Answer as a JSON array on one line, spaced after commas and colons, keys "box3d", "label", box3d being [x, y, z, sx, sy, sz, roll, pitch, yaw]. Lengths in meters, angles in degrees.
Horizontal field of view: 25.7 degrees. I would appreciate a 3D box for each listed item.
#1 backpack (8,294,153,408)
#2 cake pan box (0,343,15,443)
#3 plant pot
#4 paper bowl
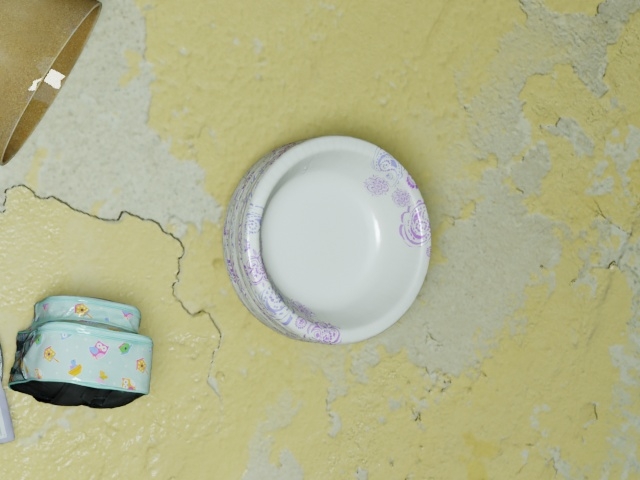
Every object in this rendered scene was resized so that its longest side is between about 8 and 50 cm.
[{"box3d": [-0.296, 0.144, 1.784, 0.165, 0.188, 0.145, 14, 84, -23], "label": "backpack"}, {"box3d": [-0.527, 0.161, 1.745, 0.266, 0.070, 0.246, -15, 97, -24], "label": "cake pan box"}, {"box3d": [-0.439, -0.256, 1.726, 0.254, 0.237, 0.237, 31, 76, -6], "label": "plant pot"}, {"box3d": [0.000, 0.000, 1.946, 0.284, 0.148, 0.284, 1, 89, -24], "label": "paper bowl"}]
